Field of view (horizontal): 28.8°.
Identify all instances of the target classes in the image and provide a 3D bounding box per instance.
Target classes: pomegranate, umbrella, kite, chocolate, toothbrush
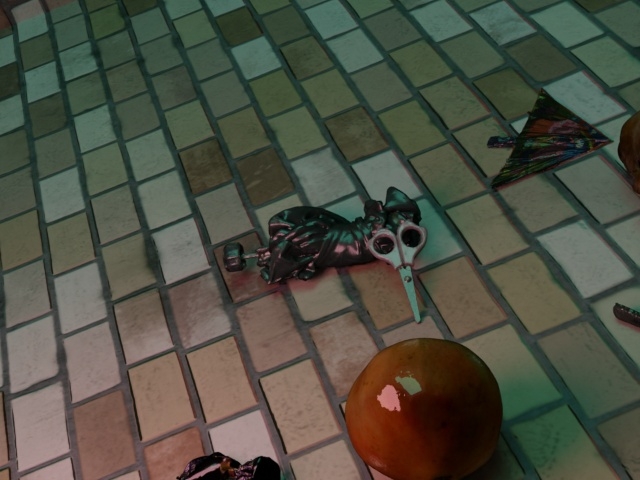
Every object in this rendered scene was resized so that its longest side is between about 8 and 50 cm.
[{"bbox_3d":[0.136,0.224,1.640,0.209,0.209,0.209,-13,34,9],"label":"pomegranate"},{"bbox_3d":[-0.001,0.000,2.111,0.348,0.094,0.143,-7,38,12],"label":"umbrella"},{"bbox_3d":[0.413,-0.186,2.242,0.233,0.016,0.321,1,39,29],"label":"kite"},{"bbox_3d":[-0.130,0.324,1.761,0.147,0.070,0.072,6,13,32],"label":"chocolate"},{"bbox_3d":[0.518,0.146,1.712,0.030,0.030,0.297,-44,40,-16],"label":"toothbrush"}]

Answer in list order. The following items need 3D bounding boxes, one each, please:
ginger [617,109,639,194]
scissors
[{"bbox_3d":[0.606,-0.189,2.024,0.256,0.176,0.375,-5,34,52],"label":"ginger"},{"bbox_3d":[0.137,0.051,1.991,0.100,0.015,0.189,-14,59,2],"label":"scissors"}]
